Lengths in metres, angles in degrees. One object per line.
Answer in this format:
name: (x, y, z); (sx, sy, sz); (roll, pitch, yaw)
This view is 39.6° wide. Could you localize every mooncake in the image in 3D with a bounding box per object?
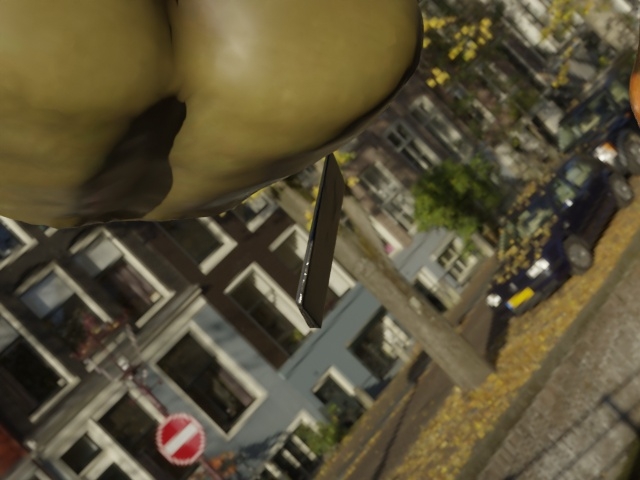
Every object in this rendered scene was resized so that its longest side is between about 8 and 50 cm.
mooncake: (-0.134, -0.239, 0.616); (0.467, 0.467, 0.262); (-45, 7, -31)

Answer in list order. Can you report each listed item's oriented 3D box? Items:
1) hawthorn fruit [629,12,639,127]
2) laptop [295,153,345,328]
hawthorn fruit: (0.347, -0.143, 0.650); (0.225, 0.196, 0.196); (-14, -17, -31)
laptop: (0.000, 0.000, 1.070); (0.135, 0.016, 0.197); (66, -147, -70)
